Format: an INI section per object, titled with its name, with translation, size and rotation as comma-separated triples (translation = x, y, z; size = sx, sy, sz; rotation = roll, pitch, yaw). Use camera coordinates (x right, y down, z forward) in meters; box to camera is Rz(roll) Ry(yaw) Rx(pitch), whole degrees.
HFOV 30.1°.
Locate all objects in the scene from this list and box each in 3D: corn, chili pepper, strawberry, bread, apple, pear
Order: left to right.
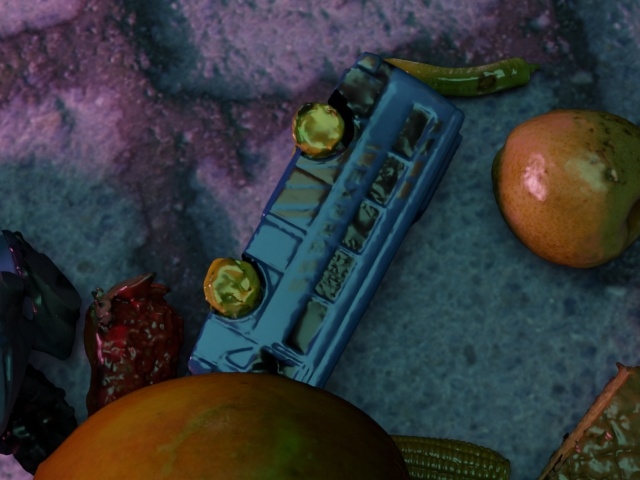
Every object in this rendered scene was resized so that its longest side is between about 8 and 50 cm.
[strawberry]
translation = -0.190, 0.155, 1.216
size = 0.097, 0.174, 0.228
rotation = 2, 78, -15
[apple]
translation = -0.085, 0.305, 1.019
size = 0.374, 0.374, 0.384
rotation = -1, 77, 4
[corn]
translation = 0.076, 0.236, 1.215
size = 0.231, 0.080, 0.080
rotation = 4, 75, 2
[chili pepper]
translation = 0.143, -0.186, 1.339
size = 0.208, 0.043, 0.049
rotation = 3, 88, 6
[pear]
translation = 0.264, -0.060, 1.243
size = 0.178, 0.178, 0.178
rotation = -1, 75, 4
[bread]
translation = 0.282, 0.243, 1.170
size = 0.139, 0.143, 0.229
rotation = 38, 84, 2

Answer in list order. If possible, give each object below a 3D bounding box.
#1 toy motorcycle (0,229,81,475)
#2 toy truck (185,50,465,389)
[toy motorcycle]
translation = -0.373, 0.057, 1.216
size = 0.172, 0.232, 0.416
rotation = -31, 74, 8
[toy truck]
translation = 0.000, 0.000, 1.242
size = 0.162, 0.161, 0.385
rotation = 29, 78, 2
